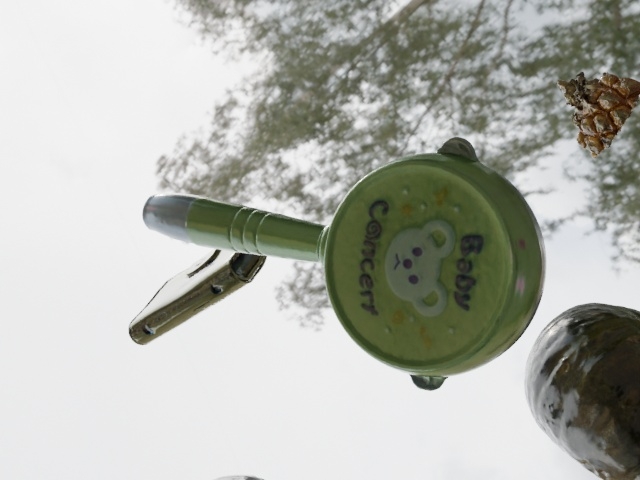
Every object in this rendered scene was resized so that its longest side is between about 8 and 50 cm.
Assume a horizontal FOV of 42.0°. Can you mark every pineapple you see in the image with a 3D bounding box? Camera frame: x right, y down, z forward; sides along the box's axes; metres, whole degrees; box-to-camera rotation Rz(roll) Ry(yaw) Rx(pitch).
[{"bbox_3d":[0.359,-0.180,1.080,0.077,0.114,0.114,-24,-119,-40],"label":"pineapple"}]

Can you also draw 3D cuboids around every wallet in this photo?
[{"bbox_3d":[-0.125,0.049,0.891,0.039,0.155,0.110,52,-151,-14],"label":"wallet"}]

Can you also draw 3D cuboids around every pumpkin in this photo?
[{"bbox_3d":[0.297,0.151,0.781,0.224,0.157,0.223,22,-161,-8],"label":"pumpkin"}]

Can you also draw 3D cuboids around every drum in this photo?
[{"bbox_3d":[0.002,0.021,0.473,0.049,0.253,0.130,-2,-94,-57],"label":"drum"}]

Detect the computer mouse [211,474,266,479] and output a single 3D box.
[{"bbox_3d":[-0.074,0.276,0.853,0.106,0.192,0.062,11,-113,3],"label":"computer mouse"}]
